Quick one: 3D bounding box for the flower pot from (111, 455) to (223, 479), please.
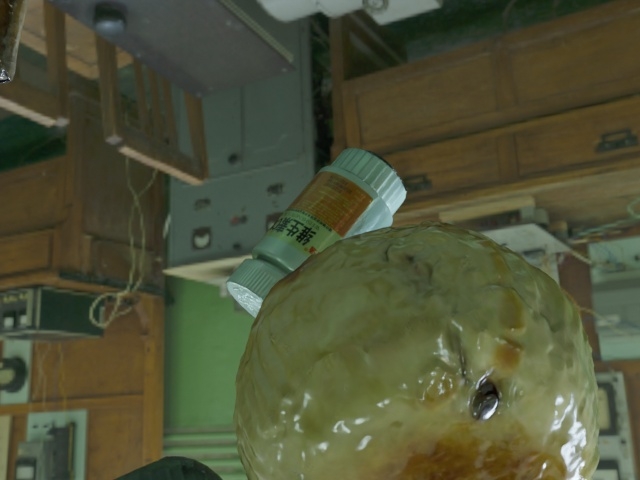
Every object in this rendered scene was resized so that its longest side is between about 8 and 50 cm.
[{"bbox_3d":[-0.239,0.394,1.011,0.243,0.157,0.189,-24,167,-8],"label":"flower pot"}]

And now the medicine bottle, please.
[{"bbox_3d":[0.000,0.000,1.240,0.158,0.318,0.158,35,161,14],"label":"medicine bottle"}]

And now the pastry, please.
[{"bbox_3d":[0.095,0.156,0.781,0.389,0.388,0.312,0,-156,-9],"label":"pastry"}]

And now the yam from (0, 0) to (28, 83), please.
[{"bbox_3d":[-0.361,-0.307,0.860,0.046,0.263,0.046,2,166,1],"label":"yam"}]
